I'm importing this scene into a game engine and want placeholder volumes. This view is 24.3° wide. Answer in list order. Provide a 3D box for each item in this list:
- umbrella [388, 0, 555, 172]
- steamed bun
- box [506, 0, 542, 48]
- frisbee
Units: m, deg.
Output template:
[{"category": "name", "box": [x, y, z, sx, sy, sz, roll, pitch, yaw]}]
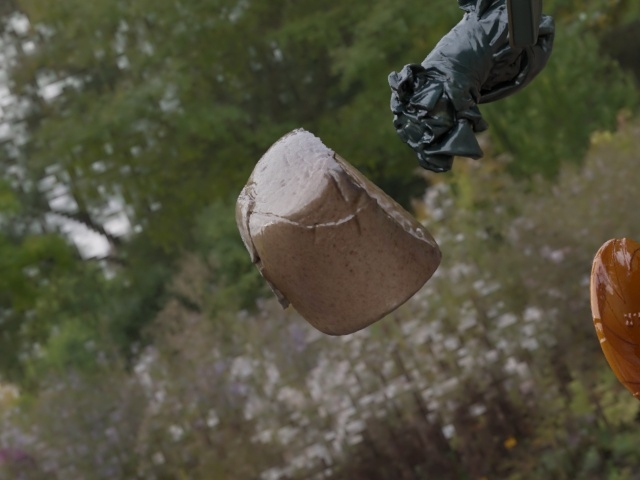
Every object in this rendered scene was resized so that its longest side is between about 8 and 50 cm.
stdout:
[{"category": "umbrella", "box": [0.204, -0.236, 1.806, 0.094, 0.143, 0.349, 5, 45, 46]}, {"category": "steamed bun", "box": [0.000, 0.000, 1.933, 0.199, 0.251, 0.301, -49, 15, 0]}, {"category": "box", "box": [0.231, -0.288, 1.693, 0.031, 0.126, 0.091, 2, 43, 15]}, {"category": "frisbee", "box": [0.357, 0.085, 1.616, 0.035, 0.192, 0.192, -22, -4, 39]}]
